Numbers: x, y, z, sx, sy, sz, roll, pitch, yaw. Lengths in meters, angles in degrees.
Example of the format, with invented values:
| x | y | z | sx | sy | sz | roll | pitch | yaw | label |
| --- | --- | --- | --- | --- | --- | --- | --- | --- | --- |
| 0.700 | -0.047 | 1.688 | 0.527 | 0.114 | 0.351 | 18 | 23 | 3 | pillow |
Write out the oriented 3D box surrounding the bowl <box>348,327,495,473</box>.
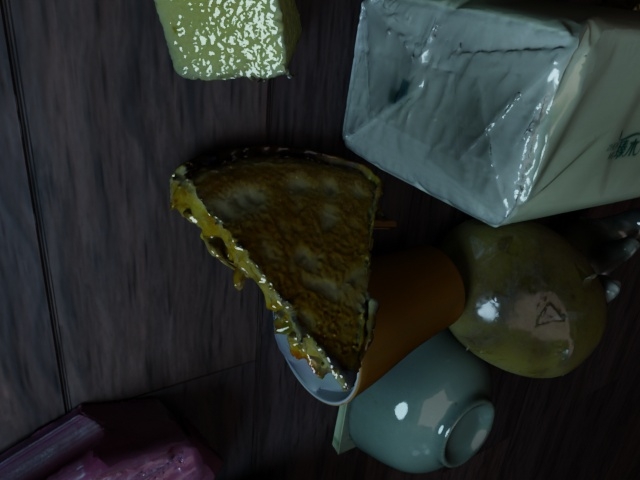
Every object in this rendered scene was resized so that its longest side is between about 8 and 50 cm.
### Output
| x | y | z | sx | sy | sz | roll | pitch | yaw | label |
| --- | --- | --- | --- | --- | --- | --- | --- | --- | --- |
| 0.202 | 0.290 | 0.891 | 0.289 | 0.146 | 0.290 | -17 | 122 | -30 | bowl |

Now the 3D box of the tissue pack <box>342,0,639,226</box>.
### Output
| x | y | z | sx | sy | sz | roll | pitch | yaw | label |
| --- | --- | --- | --- | --- | --- | --- | --- | --- | --- |
| 0.260 | -0.170 | 0.617 | 0.380 | 0.297 | 0.207 | -12 | 122 | -32 | tissue pack |

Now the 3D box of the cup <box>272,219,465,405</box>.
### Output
| x | y | z | sx | sy | sz | roll | pitch | yaw | label |
| --- | --- | --- | --- | --- | --- | --- | --- | --- | --- |
| 0.063 | 0.076 | 0.716 | 0.263 | 0.182 | 0.227 | -17 | 92 | -36 | cup |

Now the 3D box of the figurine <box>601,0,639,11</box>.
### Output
| x | y | z | sx | sy | sz | roll | pitch | yaw | label |
| --- | --- | --- | --- | --- | --- | --- | --- | --- | --- |
| 0.597 | -0.320 | 0.759 | 0.167 | 0.315 | 0.188 | 14 | 106 | -39 | figurine |

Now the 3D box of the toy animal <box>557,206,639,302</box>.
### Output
| x | y | z | sx | sy | sz | roll | pitch | yaw | label |
| --- | --- | --- | --- | --- | --- | --- | --- | --- | --- |
| 0.453 | 0.019 | 0.954 | 0.308 | 0.188 | 0.266 | -53 | 164 | 15 | toy animal |

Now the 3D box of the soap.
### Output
| x | y | z | sx | sy | sz | roll | pitch | yaw | label |
| --- | --- | --- | --- | --- | --- | --- | --- | --- | --- |
| -0.279 | 0.317 | 0.610 | 0.324 | 0.127 | 0.220 | -29 | 128 | -20 | soap |

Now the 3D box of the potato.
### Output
| x | y | z | sx | sy | sz | roll | pitch | yaw | label |
| --- | --- | --- | --- | --- | --- | --- | --- | --- | --- |
| 0.311 | 0.087 | 0.795 | 0.239 | 0.299 | 0.116 | -50 | 176 | 5 | potato |

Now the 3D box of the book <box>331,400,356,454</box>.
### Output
| x | y | z | sx | sy | sz | roll | pitch | yaw | label |
| --- | --- | --- | --- | --- | --- | --- | --- | --- | --- |
| 0.126 | 0.229 | 0.917 | 0.214 | 0.025 | 0.283 | -10 | 118 | -32 | book |

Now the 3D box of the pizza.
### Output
| x | y | z | sx | sy | sz | roll | pitch | yaw | label |
| --- | --- | --- | --- | --- | --- | --- | --- | --- | --- |
| 0.000 | 0.000 | 0.586 | 0.251 | 0.288 | 0.074 | -30 | 170 | -37 | pizza |

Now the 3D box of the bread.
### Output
| x | y | z | sx | sy | sz | roll | pitch | yaw | label |
| --- | --- | --- | --- | --- | --- | --- | --- | --- | --- |
| -0.085 | -0.237 | 0.493 | 0.151 | 0.127 | 0.147 | -3 | 124 | 4 | bread |
